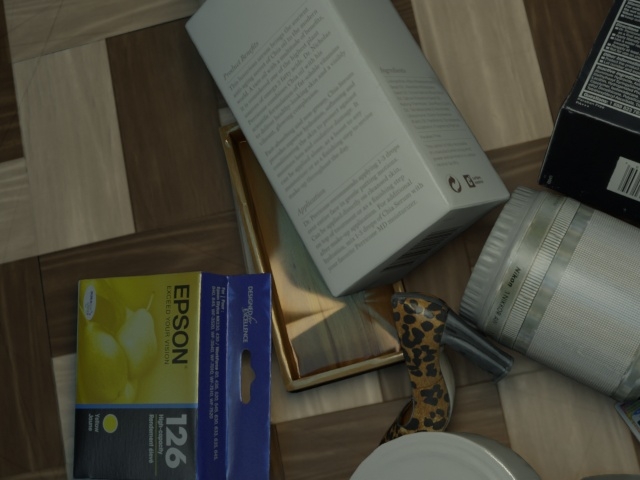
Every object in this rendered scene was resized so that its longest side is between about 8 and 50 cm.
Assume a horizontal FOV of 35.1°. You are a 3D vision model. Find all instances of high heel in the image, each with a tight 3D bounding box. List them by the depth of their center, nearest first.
[{"bbox_3d":[0.112,0.185,1.389,0.186,0.093,0.261,36,119,-11],"label":"high heel"}]

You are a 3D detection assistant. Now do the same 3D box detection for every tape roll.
[{"bbox_3d":[0.160,0.387,1.286,0.286,0.100,0.286,-7,76,29],"label":"tape roll"}]

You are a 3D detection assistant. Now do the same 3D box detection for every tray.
[{"bbox_3d":[0.000,0.000,1.501,0.202,0.076,0.411,-17,78,7],"label":"tray"}]

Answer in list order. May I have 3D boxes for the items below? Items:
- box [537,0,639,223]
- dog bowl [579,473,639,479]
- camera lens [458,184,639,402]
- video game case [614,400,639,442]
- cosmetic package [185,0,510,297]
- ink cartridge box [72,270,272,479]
[{"bbox_3d":[0.488,-0.174,1.341,0.296,0.183,0.294,24,62,14],"label":"box"},{"bbox_3d":[0.461,0.387,1.221,0.348,0.349,0.102,7,95,12],"label":"dog bowl"},{"bbox_3d":[0.350,0.070,1.347,0.274,0.219,0.219,26,86,14],"label":"camera lens"},{"bbox_3d":[0.502,0.237,1.362,0.157,0.019,0.143,-33,47,4],"label":"video game case"},{"bbox_3d":[0.027,-0.179,1.363,0.230,0.161,0.453,-39,73,36],"label":"cosmetic package"},{"bbox_3d":[-0.221,0.200,1.473,0.307,0.072,0.304,-6,78,27],"label":"ink cartridge box"}]
